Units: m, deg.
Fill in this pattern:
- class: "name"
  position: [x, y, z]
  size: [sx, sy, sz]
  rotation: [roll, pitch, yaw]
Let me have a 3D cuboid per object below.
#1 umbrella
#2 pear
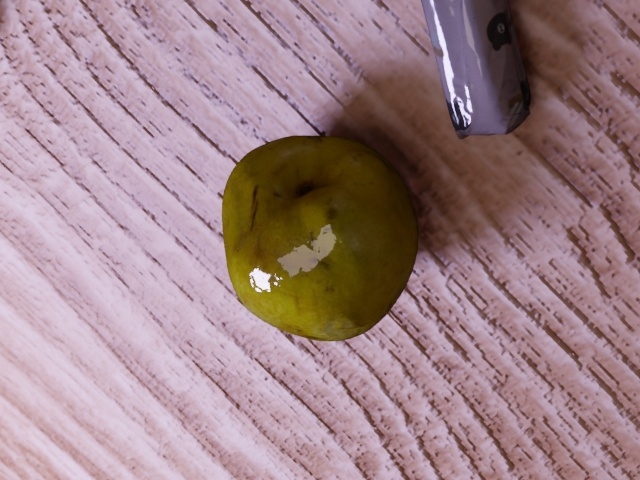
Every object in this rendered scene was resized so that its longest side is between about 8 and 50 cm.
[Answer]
- class: "umbrella"
  position: [0.110, -0.247, 1.060]
  size: [0.073, 0.067, 0.337]
  rotation: [-9, 113, 21]
- class: "pear"
  position: [0.000, 0.000, 1.196]
  size: [0.200, 0.200, 0.200]
  rotation: [14, 123, 22]
